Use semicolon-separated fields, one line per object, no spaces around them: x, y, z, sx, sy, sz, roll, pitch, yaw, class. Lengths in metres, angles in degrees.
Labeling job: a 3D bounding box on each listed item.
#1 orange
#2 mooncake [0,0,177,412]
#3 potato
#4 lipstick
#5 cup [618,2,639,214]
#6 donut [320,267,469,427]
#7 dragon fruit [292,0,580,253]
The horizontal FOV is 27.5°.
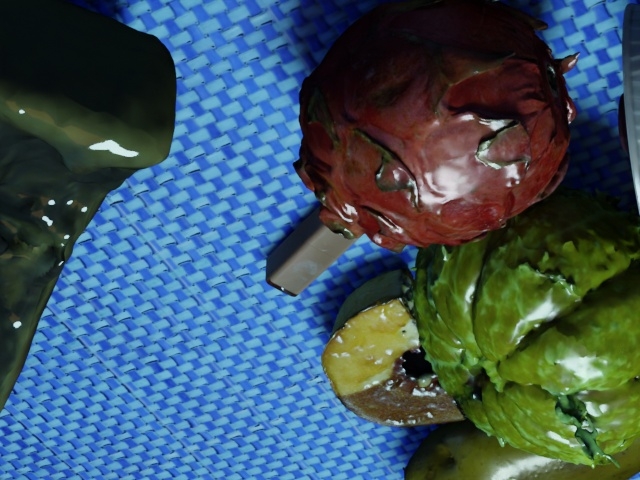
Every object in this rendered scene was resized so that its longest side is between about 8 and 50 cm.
0.228;0.079;1.303;0.223;0.300;0.301;-27;175;-25;orange
-0.308;-0.030;1.115;0.246;0.394;0.393;24;170;-17;mooncake
0.254;0.254;1.547;0.369;0.176;0.195;-25;125;12;potato
0.000;0.000;1.382;0.045;0.045;0.145;29;128;-22;lipstick
0.403;-0.077;1.121;0.273;0.288;0.208;-6;176;20;cup
0.078;0.121;1.472;0.141;0.085;0.217;-14;132;14;donut
0.097;-0.102;1.156;0.241;0.241;0.252;29;142;-25;dragon fruit
